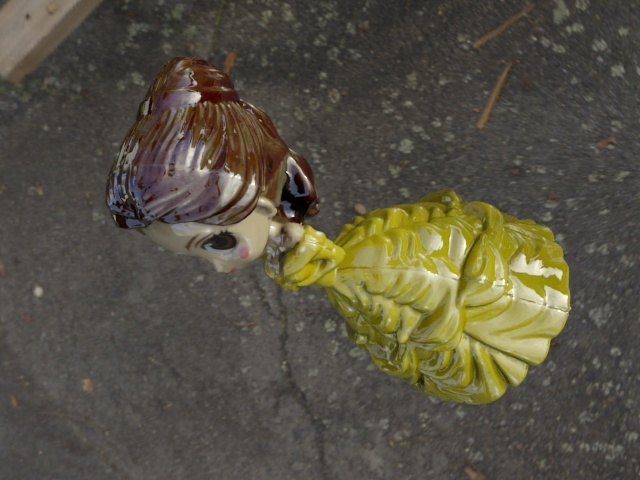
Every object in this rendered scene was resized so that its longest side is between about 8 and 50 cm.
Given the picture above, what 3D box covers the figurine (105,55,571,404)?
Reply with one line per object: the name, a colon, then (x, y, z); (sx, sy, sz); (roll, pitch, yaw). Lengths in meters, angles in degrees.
figurine: (-0.001, 0.004, 0.586); (0.168, 0.315, 0.187); (-64, 30, 8)
